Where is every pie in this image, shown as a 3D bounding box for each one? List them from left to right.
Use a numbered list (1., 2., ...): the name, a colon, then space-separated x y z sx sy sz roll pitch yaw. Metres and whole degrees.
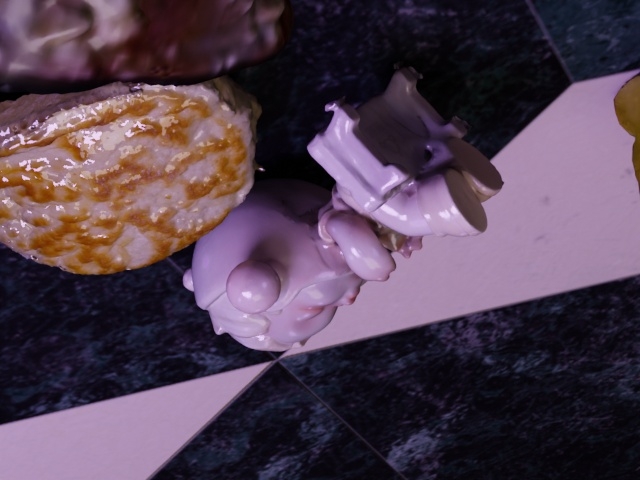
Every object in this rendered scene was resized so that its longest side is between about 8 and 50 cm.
1. pie: -0.139 -0.058 1.234 0.205 0.084 0.179 -23 144 8

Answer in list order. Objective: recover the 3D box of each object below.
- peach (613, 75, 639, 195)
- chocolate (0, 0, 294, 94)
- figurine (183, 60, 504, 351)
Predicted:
1. peach: 0.437 -0.102 1.344 0.306 0.242 0.380 19 130 -39
2. chocolate: -0.145 -0.213 0.897 0.340 0.225 0.210 1 129 -30
3. figurine: -0.008 -0.005 1.327 0.144 0.182 0.257 39 124 -15
